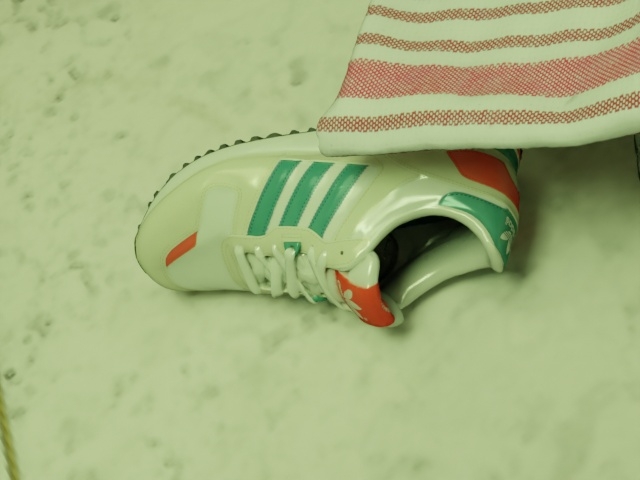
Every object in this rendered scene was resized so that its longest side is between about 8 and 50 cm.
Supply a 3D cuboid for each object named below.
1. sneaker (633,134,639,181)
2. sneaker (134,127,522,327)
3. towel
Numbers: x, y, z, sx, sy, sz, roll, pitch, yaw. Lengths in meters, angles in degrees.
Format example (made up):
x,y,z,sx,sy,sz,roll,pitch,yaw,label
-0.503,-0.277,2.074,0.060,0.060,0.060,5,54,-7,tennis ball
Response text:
x,y,z,sx,sy,sz,roll,pitch,yaw,label
0.231,-0.050,0.617,0.272,0.100,0.108,-7,62,31,sneaker
0.000,0.000,0.714,0.161,0.057,0.075,-14,45,15,sneaker
0.082,-0.115,0.676,0.144,0.029,0.197,-4,53,38,towel
